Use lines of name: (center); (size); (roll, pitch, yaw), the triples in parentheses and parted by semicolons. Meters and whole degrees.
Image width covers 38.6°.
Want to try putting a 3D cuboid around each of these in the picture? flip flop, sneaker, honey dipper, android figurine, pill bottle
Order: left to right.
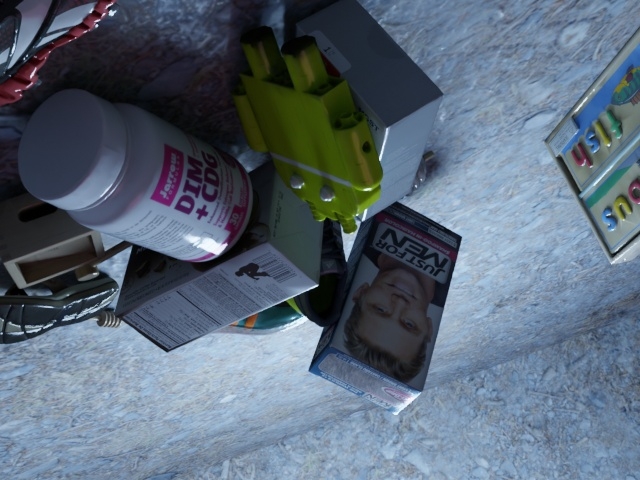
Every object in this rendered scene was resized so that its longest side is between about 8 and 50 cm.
sneaker: (-0.282, -0.228, 0.850); (0.276, 0.097, 0.135); (-34, 156, 28)
flip flop: (-0.435, 0.091, 1.438); (0.112, 0.080, 0.277); (-44, 164, 31)
honey dipper: (-0.419, 0.132, 1.593); (0.030, 0.030, 0.161); (-38, 148, 31)
pill bottle: (-0.224, -0.077, 1.144); (0.160, 0.160, 0.283); (-32, 153, 20)
sneaker: (-0.148, 0.093, 1.578); (0.302, 0.108, 0.121); (-7, 142, 11)
android figurine: (-0.015, -0.127, 1.126); (0.056, 0.248, 0.272); (-37, 129, -24)
sneaker: (0.000, 0.000, 1.434); (0.111, 0.121, 0.299); (-13, 116, -17)

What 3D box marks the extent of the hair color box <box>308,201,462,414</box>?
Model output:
hair color box: (0.119, 0.103, 1.575); (0.174, 0.347, 0.105); (27, 141, -7)

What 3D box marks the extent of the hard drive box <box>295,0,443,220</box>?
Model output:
hard drive box: (0.047, -0.162, 1.166); (0.089, 0.181, 0.232); (-32, 160, -20)

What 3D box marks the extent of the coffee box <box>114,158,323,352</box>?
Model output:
coffee box: (-0.147, 0.027, 1.343); (0.297, 0.168, 0.119); (-25, 130, 29)

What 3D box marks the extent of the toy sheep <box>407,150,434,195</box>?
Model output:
toy sheep: (0.128, -0.112, 1.488); (0.132, 0.091, 0.091); (-27, 157, -3)

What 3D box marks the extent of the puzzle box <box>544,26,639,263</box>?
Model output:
puzzle box: (0.538, -0.172, 1.487); (0.052, 0.272, 0.409); (-11, 154, -25)

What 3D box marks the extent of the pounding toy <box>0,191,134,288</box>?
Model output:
pounding toy: (-0.351, -0.011, 1.275); (0.181, 0.094, 0.206); (-22, 166, -15)
